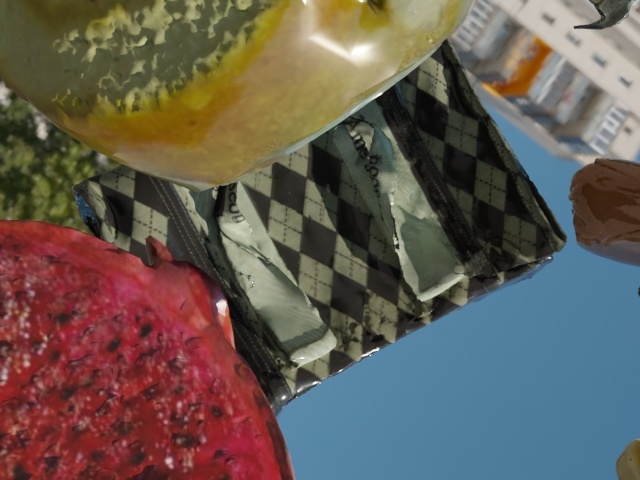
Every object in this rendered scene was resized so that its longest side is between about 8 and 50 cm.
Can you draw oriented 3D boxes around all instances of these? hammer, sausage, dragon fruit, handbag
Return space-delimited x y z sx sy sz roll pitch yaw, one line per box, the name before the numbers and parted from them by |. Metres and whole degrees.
hammer | 0.192 -0.247 0.875 0.062 0.182 0.017 -50 -173 9
sausage | 0.427 -0.015 1.140 0.121 0.304 0.121 13 90 -70
dragon fruit | -0.203 0.179 0.558 0.386 0.371 0.249 -47 178 -30
handbag | 0.000 0.000 1.046 0.416 0.317 0.180 -26 167 -10

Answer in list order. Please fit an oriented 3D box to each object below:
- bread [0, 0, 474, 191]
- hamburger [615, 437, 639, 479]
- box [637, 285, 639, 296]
bread | -0.021 -0.206 0.682 0.395 0.264 0.239 -26 -175 26
hamburger | 0.582 0.404 1.770 0.081 0.141 0.126 -48 176 36
box | 0.371 0.028 0.824 0.071 0.159 0.240 -28 158 -22
